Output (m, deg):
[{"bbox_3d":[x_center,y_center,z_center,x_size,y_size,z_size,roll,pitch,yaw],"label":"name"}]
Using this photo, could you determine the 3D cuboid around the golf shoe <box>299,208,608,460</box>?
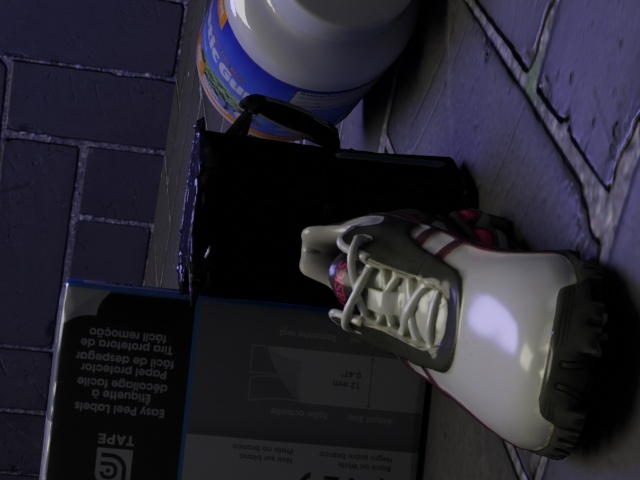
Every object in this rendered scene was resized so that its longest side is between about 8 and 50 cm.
[{"bbox_3d":[0.065,0.043,0.822,0.273,0.120,0.105,-142,61,-76],"label":"golf shoe"}]

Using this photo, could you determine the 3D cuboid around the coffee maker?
[{"bbox_3d":[0.000,0.000,1.014,0.171,0.178,0.120,-91,11,-45],"label":"coffee maker"}]

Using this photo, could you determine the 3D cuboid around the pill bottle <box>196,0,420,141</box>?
[{"bbox_3d":[-0.009,-0.179,1.233,0.272,0.152,0.152,137,138,-75],"label":"pill bottle"}]

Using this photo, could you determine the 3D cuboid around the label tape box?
[{"bbox_3d":[-0.070,0.210,1.063,0.115,0.249,0.347,162,114,-78],"label":"label tape box"}]

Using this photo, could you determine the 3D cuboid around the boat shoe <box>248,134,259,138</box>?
[{"bbox_3d":[-0.040,-0.021,1.516,0.073,0.080,0.223,120,149,-52],"label":"boat shoe"}]
